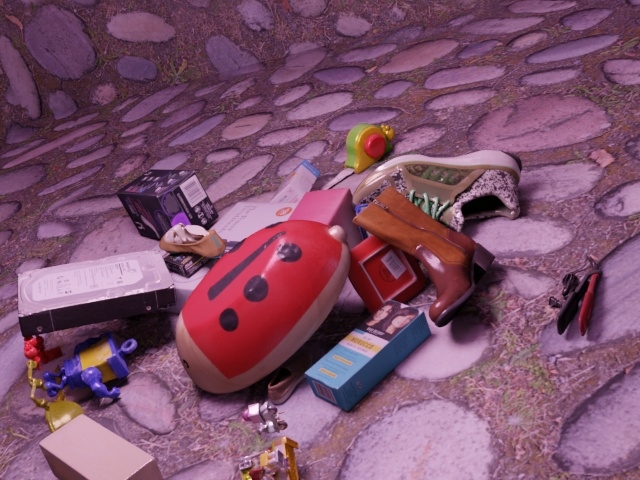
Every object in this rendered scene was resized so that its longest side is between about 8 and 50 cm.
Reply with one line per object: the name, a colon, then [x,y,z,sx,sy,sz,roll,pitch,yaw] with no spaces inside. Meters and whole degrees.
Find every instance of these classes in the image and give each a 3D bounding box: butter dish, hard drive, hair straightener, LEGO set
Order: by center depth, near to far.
LEGO set: [-0.100,0.408,1.295,0.107,0.132,0.287,-23,33,16]
hair straightener: [0.471,0.096,1.511,0.089,0.047,0.230,-3,33,31]
butter dish: [0.119,0.071,1.725,0.160,0.160,0.118,-34,7,-25]
hard drive: [-0.518,0.112,1.853,0.339,0.064,0.237,-9,24,-17]

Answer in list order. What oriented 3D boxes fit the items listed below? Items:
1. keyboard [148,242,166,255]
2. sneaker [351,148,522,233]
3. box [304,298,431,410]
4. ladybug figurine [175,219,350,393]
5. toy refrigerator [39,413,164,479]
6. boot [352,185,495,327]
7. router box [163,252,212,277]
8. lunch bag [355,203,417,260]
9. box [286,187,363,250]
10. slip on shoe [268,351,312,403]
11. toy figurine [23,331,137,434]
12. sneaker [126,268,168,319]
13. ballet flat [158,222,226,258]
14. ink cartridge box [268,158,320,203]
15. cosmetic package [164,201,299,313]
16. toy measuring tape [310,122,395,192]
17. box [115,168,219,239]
keyboard: [-0.475,0.040,2.300,0.072,0.014,0.256,1,35,46]
sneaker: [0.276,-0.096,1.859,0.410,0.158,0.182,-9,46,5]
box: [0.094,0.216,1.549,0.244,0.060,0.100,-38,32,-28]
ladybug figurine: [-0.131,0.114,1.636,0.449,0.162,0.305,-44,36,8]
toy refrigerator: [-0.407,0.426,1.501,0.269,0.094,0.102,11,35,44]
boot: [0.191,0.021,1.614,0.280,0.096,0.264,35,49,8]
router box: [-0.310,0.034,1.969,0.122,0.038,0.092,-40,33,-27]
lunch bag: [0.143,-0.011,1.838,0.096,0.129,0.151,-32,31,-19]
box: [0.000,0.000,1.895,0.127,0.149,0.232,-5,33,27]
slip on shoe: [-0.062,0.263,1.594,0.051,0.041,0.135,4,37,39]
toy figurine: [-0.506,0.265,1.757,0.217,0.191,0.362,-23,28,-12]
sneaker: [-0.447,0.116,2.074,0.081,0.080,0.211,13,42,42]
ballet flat: [-0.316,-0.010,1.928,0.232,0.073,0.080,6,42,41]
ink cartridge box: [-0.078,-0.136,2.236,0.104,0.061,0.181,-40,15,36]
cosmetic package: [-0.195,0.042,2.016,0.284,0.097,0.377,4,38,36]
toy measuring tape: [0.084,-0.250,2.310,0.330,0.121,0.121,-34,31,-22]
box: [-0.448,-0.105,2.348,0.143,0.165,0.270,-40,28,-29]
